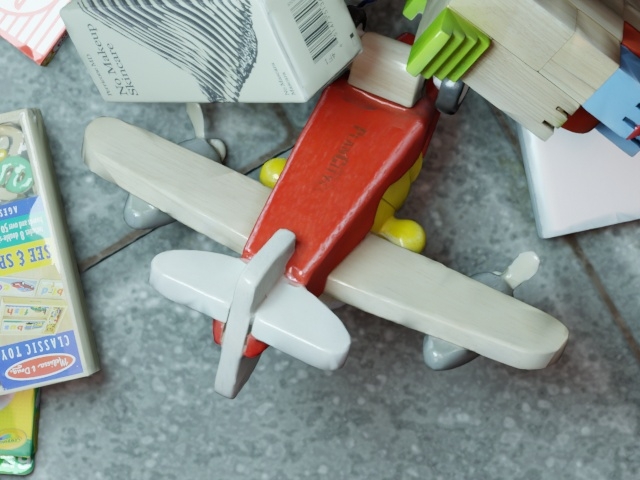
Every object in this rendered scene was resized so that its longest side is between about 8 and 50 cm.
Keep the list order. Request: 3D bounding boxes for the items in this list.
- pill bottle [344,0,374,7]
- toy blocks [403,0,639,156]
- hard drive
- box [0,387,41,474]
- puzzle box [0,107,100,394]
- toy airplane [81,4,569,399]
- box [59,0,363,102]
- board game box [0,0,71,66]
[{"bbox_3d":[0.032,-0.279,1.596,0.112,0.187,0.112,0,93,-5],"label":"pill bottle"},{"bbox_3d":[0.232,-0.194,1.505,0.261,0.381,0.191,36,122,-11],"label":"toy blocks"},{"bbox_3d":[0.300,-0.197,1.678,0.233,0.047,0.353,-12,94,1],"label":"hard drive"},{"bbox_3d":[-0.338,0.150,1.699,0.105,0.043,0.179,4,95,0],"label":"box"},{"bbox_3d":[-0.444,0.045,1.656,0.409,0.052,0.272,-13,92,8],"label":"puzzle box"},{"bbox_3d":[0.000,0.000,1.578,0.384,0.272,0.386,-15,61,-12],"label":"toy airplane"},{"bbox_3d":[-0.103,-0.191,1.508,0.094,0.275,0.113,-46,122,-34],"label":"box"},{"bbox_3d":[-0.279,-0.294,1.667,0.147,0.045,0.193,36,93,-3],"label":"board game box"}]
